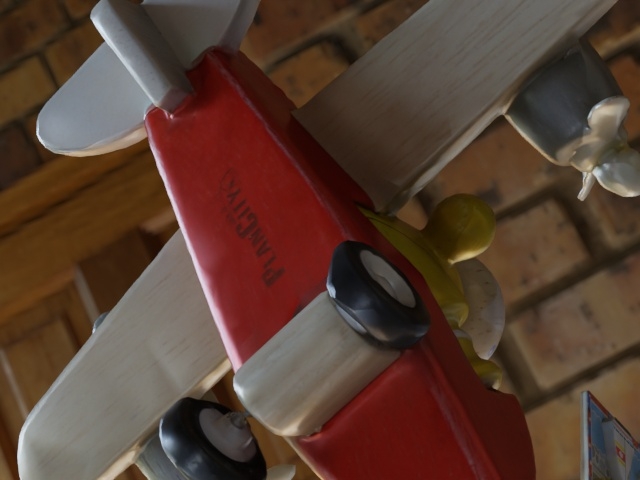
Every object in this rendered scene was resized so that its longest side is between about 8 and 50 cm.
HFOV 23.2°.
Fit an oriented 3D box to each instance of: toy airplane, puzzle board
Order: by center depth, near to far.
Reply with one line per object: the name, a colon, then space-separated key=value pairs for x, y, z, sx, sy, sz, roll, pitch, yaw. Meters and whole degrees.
puzzle board: x=0.145 y=0.135 z=0.696 sx=0.011 sy=0.096 sz=0.128 roll=-12 pitch=-35 yaw=28
toy airplane: x=0.000 y=0.000 z=0.921 sx=0.386 sy=0.384 sz=0.272 roll=-2 pitch=-21 yaw=42
